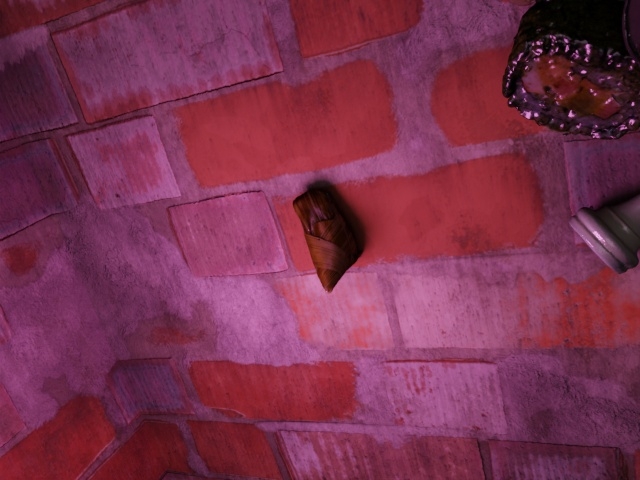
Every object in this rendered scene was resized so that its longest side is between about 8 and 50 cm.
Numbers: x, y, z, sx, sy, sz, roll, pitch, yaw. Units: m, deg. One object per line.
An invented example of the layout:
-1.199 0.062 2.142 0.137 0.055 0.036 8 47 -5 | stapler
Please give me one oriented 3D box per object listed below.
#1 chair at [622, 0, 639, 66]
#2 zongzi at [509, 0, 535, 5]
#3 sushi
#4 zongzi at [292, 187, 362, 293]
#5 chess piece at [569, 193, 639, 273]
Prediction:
0.782 -0.442 0.998 0.226 0.401 0.226 44 144 45 | chair
0.537 -0.731 1.164 0.174 0.392 0.356 31 160 1 | zongzi
0.592 -0.376 1.213 0.352 0.178 0.294 20 155 6 | sushi
0.000 0.000 1.631 0.134 0.288 0.285 -27 101 25 | zongzi
0.800 -0.075 1.336 0.194 0.194 0.299 45 113 -2 | chess piece
